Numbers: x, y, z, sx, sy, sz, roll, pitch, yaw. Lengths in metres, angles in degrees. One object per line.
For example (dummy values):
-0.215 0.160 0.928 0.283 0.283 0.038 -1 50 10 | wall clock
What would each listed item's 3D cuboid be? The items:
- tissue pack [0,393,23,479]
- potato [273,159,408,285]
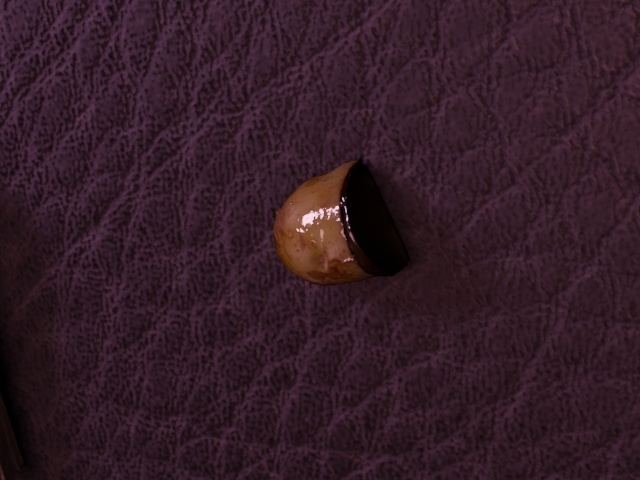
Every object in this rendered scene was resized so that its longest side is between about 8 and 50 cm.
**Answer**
-0.399 0.086 1.347 0.170 0.071 0.325 -8 110 17 | tissue pack
0.000 0.000 1.138 0.103 0.066 0.096 -25 89 34 | potato
